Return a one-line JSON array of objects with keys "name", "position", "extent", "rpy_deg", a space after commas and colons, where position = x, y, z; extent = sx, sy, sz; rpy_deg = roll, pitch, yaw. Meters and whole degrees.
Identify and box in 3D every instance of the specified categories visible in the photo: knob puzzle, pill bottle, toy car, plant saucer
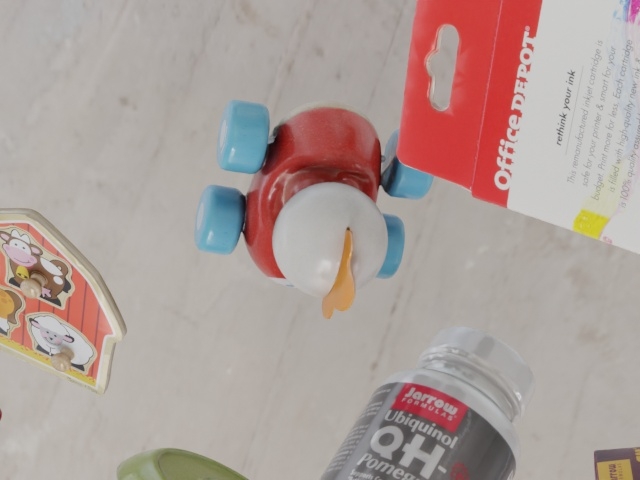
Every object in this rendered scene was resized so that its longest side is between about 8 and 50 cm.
[{"name": "knob puzzle", "position": [-0.260, 0.049, 1.194], "extent": [0.213, 0.213, 0.030], "rpy_deg": [28, 46, 5]}, {"name": "pill bottle", "position": [0.105, 0.249, 1.454], "extent": [0.176, 0.176, 0.318], "rpy_deg": [31, 58, 6]}, {"name": "toy car", "position": [0.000, 0.000, 1.363], "extent": [0.219, 0.210, 0.238], "rpy_deg": [9, 36, -14]}, {"name": "plant saucer", "position": [-0.115, 0.299, 1.540], "extent": [0.241, 0.241, 0.037], "rpy_deg": [31, 97, 6]}]

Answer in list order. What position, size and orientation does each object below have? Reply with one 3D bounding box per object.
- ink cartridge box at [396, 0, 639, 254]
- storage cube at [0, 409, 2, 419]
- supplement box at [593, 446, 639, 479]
[{"name": "ink cartridge box", "position": [0.161, -0.072, 0.703], "extent": [0.231, 0.134, 0.078], "rpy_deg": [22, 31, 27]}, {"name": "storage cube", "position": [-0.280, 0.086, 0.582], "extent": [0.183, 0.215, 0.193], "rpy_deg": [35, 86, -31]}, {"name": "supplement box", "position": [0.319, 0.218, 1.099], "extent": [0.188, 0.104, 0.081], "rpy_deg": [-6, 106, 10]}]
